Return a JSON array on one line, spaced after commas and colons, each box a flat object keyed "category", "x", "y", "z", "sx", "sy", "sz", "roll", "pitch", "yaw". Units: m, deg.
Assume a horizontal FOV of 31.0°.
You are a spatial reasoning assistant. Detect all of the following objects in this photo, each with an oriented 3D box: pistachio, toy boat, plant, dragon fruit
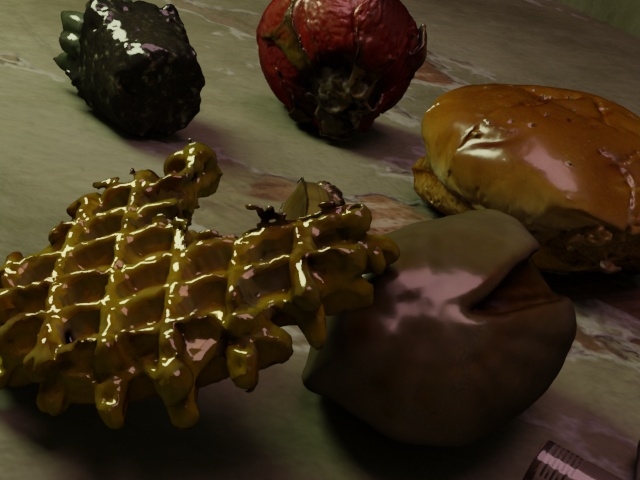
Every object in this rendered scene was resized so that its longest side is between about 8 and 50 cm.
[{"category": "pistachio", "x": 0.093, "y": 0.069, "z": 0.887, "sx": 0.288, "sy": 0.197, "sz": 0.166, "roll": -11, "pitch": 77, "yaw": -65}, {"category": "toy boat", "x": 0.000, "y": 0.000, "z": 1.089, "sx": 0.072, "sy": 0.064, "sz": 0.206, "roll": 31, "pitch": 22, "yaw": -14}, {"category": "plant", "x": -0.217, "y": -0.208, "z": 1.315, "sx": 0.129, "sy": 0.132, "sz": 0.194, "roll": 1, "pitch": 32, "yaw": -39}, {"category": "dragon fruit", "x": 0.020, "y": -0.207, "z": 1.450, "sx": 0.224, "sy": 0.218, "sz": 0.148, "roll": -14, "pitch": 49, "yaw": 26}]

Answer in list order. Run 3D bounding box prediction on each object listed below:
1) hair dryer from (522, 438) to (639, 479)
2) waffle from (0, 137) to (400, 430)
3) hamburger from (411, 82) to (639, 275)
[{"category": "hair dryer", "x": 0.269, "y": 0.196, "z": 0.856, "sx": 0.195, "sy": 0.053, "sz": 0.220, "roll": 28, "pitch": 19, "yaw": 23}, {"category": "waffle", "x": -0.115, "y": 0.022, "z": 0.796, "sx": 0.260, "sy": 0.069, "sz": 0.293, "roll": -36, "pitch": 34, "yaw": -29}, {"category": "hamburger", "x": 0.259, "y": -0.070, "z": 1.289, "sx": 0.290, "sy": 0.170, "sz": 0.314, "roll": -9, "pitch": 35, "yaw": -34}]
